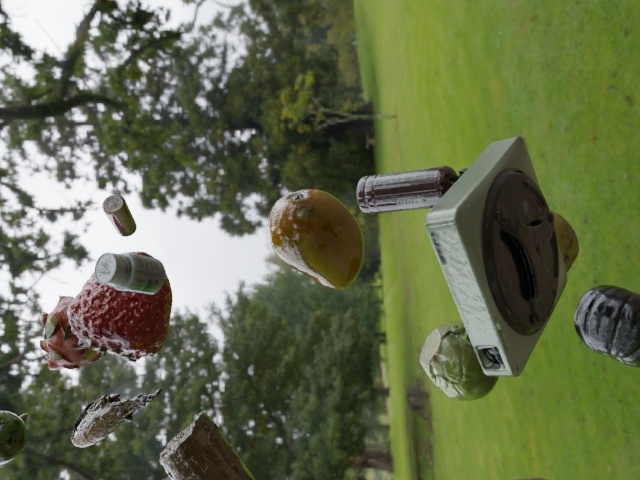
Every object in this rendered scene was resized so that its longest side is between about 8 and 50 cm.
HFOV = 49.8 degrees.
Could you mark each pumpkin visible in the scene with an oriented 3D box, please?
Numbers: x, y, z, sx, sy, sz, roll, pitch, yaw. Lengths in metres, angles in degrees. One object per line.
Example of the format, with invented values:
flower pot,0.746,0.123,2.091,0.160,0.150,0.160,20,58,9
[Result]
pumpkin,0.680,0.191,1.538,0.220,0.221,0.161,18,-88,-89

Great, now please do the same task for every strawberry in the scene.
strawberry,-0.497,0.160,1.749,0.257,0.258,0.276,84,-159,-78

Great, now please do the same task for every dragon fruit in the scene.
dragon fruit,-0.754,0.287,2.112,0.224,0.224,0.226,77,-161,-85

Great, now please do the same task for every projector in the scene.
projector,0.266,0.016,0.966,0.259,0.079,0.257,-44,-63,-44

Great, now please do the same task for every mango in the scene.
mango,0.000,0.000,1.757,0.317,0.211,0.173,47,174,-36

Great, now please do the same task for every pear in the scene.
pear,0.432,0.017,1.440,0.200,0.200,0.199,0,-90,-89

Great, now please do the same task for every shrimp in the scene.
shrimp,-0.442,0.346,1.455,0.066,0.262,0.117,39,-157,-41

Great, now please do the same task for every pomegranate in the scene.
pomegranate,-0.732,0.449,1.598,0.161,0.122,0.122,-56,-34,-80

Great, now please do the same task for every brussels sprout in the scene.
brussels sprout,0.402,0.331,1.941,0.244,0.244,0.243,0,-90,-89

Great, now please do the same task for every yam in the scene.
yam,-0.196,0.450,1.288,0.238,0.128,0.129,54,145,0

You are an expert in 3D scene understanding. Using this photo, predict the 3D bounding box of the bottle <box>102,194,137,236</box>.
bottle,-0.383,-0.046,1.324,0.096,0.045,0.045,83,-174,-60

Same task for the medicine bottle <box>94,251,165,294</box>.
medicine bottle,-0.391,0.067,1.416,0.130,0.080,0.080,17,-110,-55

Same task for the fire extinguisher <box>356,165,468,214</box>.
fire extinguisher,0.166,-0.090,1.172,0.099,0.231,0.071,12,-102,-51

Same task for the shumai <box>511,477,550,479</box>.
shumai,0.425,0.601,1.442,0.185,0.218,0.183,-76,-6,-76
